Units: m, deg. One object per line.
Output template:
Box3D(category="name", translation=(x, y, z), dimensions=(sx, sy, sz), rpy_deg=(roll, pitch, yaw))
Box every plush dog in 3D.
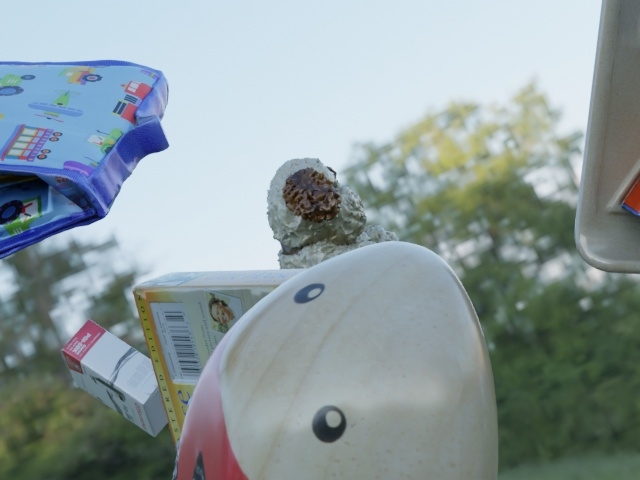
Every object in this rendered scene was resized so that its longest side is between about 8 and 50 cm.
Box3D(category="plush dog", translation=(0.000, 0.000, 2.024), dimensions=(0.210, 0.225, 0.262), rpy_deg=(-20, 8, -2))

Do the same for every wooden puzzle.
Box3D(category="wooden puzzle", translation=(0.408, -0.135, 1.421), dimensions=(0.322, 0.348, 0.080), rpy_deg=(2, 9, -9))

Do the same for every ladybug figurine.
Box3D(category="ladybug figurine", translation=(-0.010, 0.189, 1.067), dimensions=(0.162, 0.305, 0.449), rpy_deg=(1, -43, -15))

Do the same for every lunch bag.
Box3D(category="lunch bag", translation=(-0.264, -0.073, 1.275), dimensions=(0.293, 0.138, 0.221), rpy_deg=(-9, 25, 15))

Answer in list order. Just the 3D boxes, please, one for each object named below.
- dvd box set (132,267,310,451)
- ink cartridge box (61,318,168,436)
Box3D(category="dvd box set", translation=(-0.011, 0.178, 1.513), dimensions=(0.062, 0.307, 0.420), rpy_deg=(-21, 11, -37))
Box3D(category="ink cartridge box", translation=(-0.246, 0.172, 1.941), dimensions=(0.056, 0.135, 0.099), rpy_deg=(-50, -23, -24))
